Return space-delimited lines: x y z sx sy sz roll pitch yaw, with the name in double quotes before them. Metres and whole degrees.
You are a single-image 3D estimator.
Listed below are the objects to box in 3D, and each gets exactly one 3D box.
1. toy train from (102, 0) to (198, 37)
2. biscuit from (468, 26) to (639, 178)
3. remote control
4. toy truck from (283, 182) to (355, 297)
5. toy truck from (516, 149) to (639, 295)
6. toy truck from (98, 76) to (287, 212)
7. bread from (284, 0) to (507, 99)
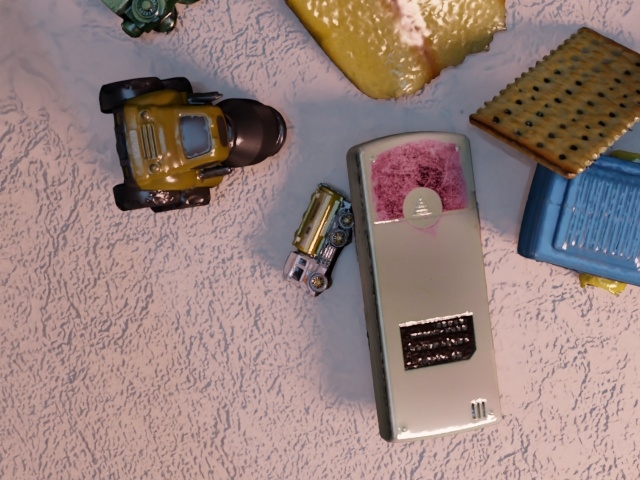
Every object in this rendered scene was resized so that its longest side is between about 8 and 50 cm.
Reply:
"toy train" -0.180 -0.314 1.593 0.111 0.071 0.170 44 96 9
"biscuit" 0.276 -0.150 1.491 0.139 0.231 0.016 33 140 23
"remote control" 0.117 0.050 1.572 0.145 0.050 0.344 -7 92 -18
"toy truck" 0.000 0.000 1.600 0.062 0.052 0.123 25 94 8
"toy truck" 0.412 0.004 1.507 0.384 0.162 0.161 15 93 4
"toy truck" -0.136 -0.112 1.523 0.165 0.224 0.147 -8 92 12
"bread" 0.035 -0.356 1.577 0.233 0.245 0.362 -30 120 5
